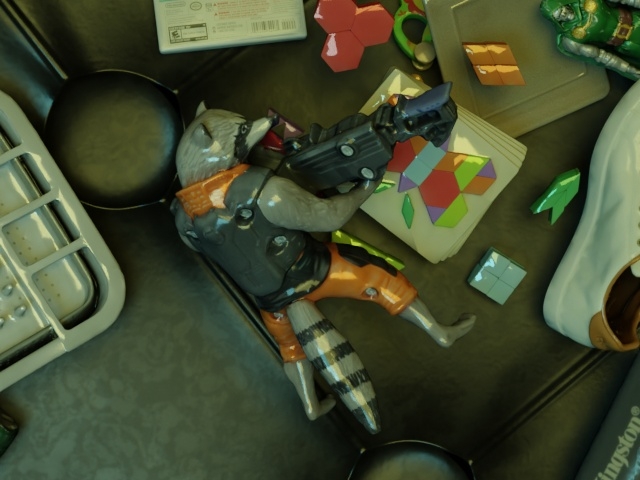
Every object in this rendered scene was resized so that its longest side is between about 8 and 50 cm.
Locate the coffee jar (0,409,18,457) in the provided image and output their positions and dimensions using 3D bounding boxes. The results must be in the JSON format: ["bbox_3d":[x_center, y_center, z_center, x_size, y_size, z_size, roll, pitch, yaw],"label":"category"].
[{"bbox_3d":[-0.385,0.238,1.072,0.096,0.079,0.184,32,85,-2],"label":"coffee jar"}]

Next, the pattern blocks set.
[{"bbox_3d":[0.101,-0.079,1.109,0.325,0.026,0.285,22,107,-9],"label":"pattern blocks set"}]

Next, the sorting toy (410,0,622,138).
[{"bbox_3d":[0.201,-0.212,1.146,0.348,0.047,0.196,-24,117,-8],"label":"sorting toy"}]

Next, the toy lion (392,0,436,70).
[{"bbox_3d":[0.117,-0.247,1.172,0.100,0.034,0.096,-38,83,-6],"label":"toy lion"}]

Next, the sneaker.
[{"bbox_3d":[0.333,-0.023,1.105,0.106,0.123,0.290,11,100,-34],"label":"sneaker"}]

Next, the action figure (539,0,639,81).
[{"bbox_3d":[0.328,-0.214,1.129,0.232,0.063,0.137,10,111,-18],"label":"action figure"}]

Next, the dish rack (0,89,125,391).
[{"bbox_3d":[-0.387,0.030,1.042,0.333,0.072,0.285,-32,91,-31],"label":"dish rack"}]

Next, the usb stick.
[{"bbox_3d":[0.304,0.226,1.107,0.045,0.077,0.278,14,104,-41],"label":"usb stick"}]

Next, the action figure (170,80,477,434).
[{"bbox_3d":[0.000,0.000,1.013,0.341,0.178,0.330,-29,109,37],"label":"action figure"}]

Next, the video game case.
[{"bbox_3d":[-0.100,-0.277,1.159,0.157,0.019,0.143,-7,87,-5],"label":"video game case"}]
